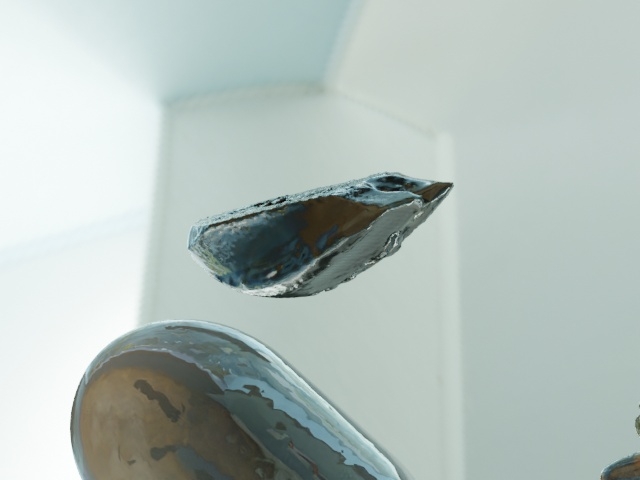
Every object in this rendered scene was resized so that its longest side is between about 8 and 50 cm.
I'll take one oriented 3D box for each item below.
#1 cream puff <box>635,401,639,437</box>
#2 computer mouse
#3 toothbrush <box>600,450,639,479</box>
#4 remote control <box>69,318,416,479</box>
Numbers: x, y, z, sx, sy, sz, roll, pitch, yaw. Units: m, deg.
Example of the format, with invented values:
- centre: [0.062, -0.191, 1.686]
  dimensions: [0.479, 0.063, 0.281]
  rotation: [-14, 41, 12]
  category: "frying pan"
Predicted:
- centre: [0.207, 0.096, 1.014]
  dimensions: [0.083, 0.058, 0.083]
  rotation: [-9, -127, 37]
  category: "cream puff"
- centre: [0.000, 0.000, 0.849]
  dimensions: [0.135, 0.047, 0.079]
  rotation: [-14, -174, 36]
  category: "computer mouse"
- centre: [0.281, 0.084, 0.896]
  dimensions: [0.321, 0.031, 0.023]
  rotation: [-17, -155, 27]
  category: "toothbrush"
- centre: [-0.047, 0.193, 1.484]
  dimensions: [0.332, 0.103, 0.221]
  rotation: [41, -133, 9]
  category: "remote control"
